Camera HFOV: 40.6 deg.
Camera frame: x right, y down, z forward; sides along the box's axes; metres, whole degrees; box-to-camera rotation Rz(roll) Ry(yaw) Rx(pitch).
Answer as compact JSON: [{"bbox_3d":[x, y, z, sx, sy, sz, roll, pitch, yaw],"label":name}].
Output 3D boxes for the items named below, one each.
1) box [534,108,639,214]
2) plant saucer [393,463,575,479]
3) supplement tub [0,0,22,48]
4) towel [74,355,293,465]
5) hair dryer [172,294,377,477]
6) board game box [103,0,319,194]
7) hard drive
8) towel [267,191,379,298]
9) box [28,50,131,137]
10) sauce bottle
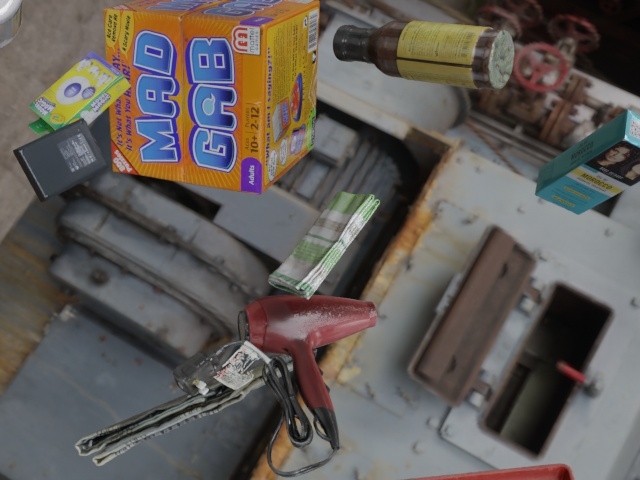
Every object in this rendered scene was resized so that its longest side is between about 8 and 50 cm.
[{"bbox_3d":[0.477,-0.126,1.467,0.244,0.101,0.060,138,-28,-62],"label":"box"},{"bbox_3d":[0.165,0.363,0.939,0.258,0.259,0.047,-84,164,-59],"label":"plant saucer"},{"bbox_3d":[-0.582,-0.405,1.471,0.144,0.144,0.200,-58,-166,-16],"label":"supplement tub"},{"bbox_3d":[-0.199,0.273,1.429,0.312,0.056,0.324,-24,173,18],"label":"towel"},{"bbox_3d":[-0.027,0.165,1.137,0.293,0.224,0.080,-43,162,-37],"label":"hair dryer"},{"bbox_3d":[-0.228,-0.348,1.931,0.356,0.357,0.356,-51,147,-61],"label":"board game box"},{"bbox_3d":[-0.425,-0.134,1.427,0.135,0.022,0.094,-37,109,-41],"label":"hard drive"},{"bbox_3d":[0.000,0.000,1.079,0.152,0.023,0.113,-53,-155,-11],"label":"towel"},{"bbox_3d":[-0.440,-0.250,1.548,0.179,0.105,0.043,-47,147,-10],"label":"box"},{"bbox_3d":[0.179,-0.348,1.584,0.111,0.344,0.111,-29,127,-47],"label":"sauce bottle"}]
